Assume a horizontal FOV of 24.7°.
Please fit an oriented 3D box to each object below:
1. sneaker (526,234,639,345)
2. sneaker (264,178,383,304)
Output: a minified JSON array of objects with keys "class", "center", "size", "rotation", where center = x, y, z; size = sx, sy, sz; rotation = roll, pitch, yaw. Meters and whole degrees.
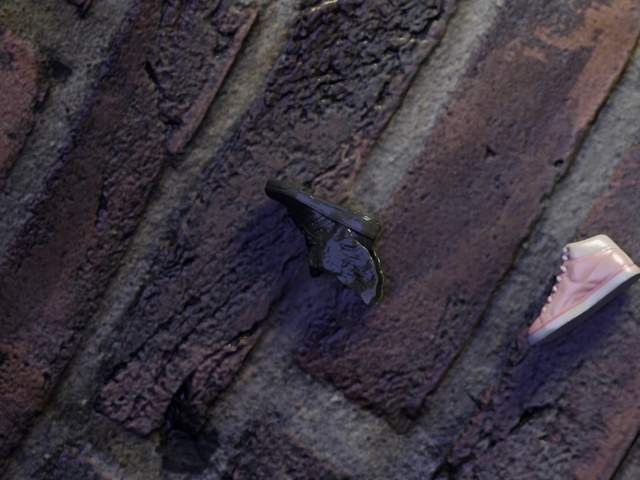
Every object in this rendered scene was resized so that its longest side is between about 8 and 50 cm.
[{"class":"sneaker","center":[0.254,0.047,1.491],"size":[0.134,0.051,0.070],"rotation":[-39,72,13]},{"class":"sneaker","center":[0.001,0.000,1.599],"size":[0.170,0.051,0.089],"rotation":[23,91,19]}]
